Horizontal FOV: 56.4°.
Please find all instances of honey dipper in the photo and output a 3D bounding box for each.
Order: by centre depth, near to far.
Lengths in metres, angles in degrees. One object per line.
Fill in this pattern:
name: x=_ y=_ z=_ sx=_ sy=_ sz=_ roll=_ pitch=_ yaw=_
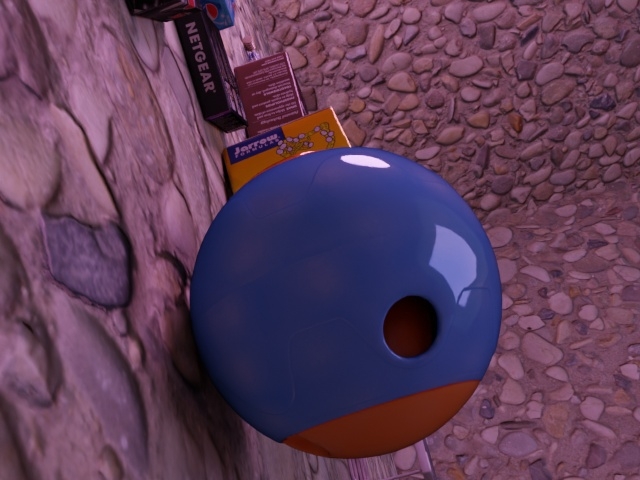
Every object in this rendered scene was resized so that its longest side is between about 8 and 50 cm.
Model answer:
honey dipper: x=-0.199 y=-0.554 z=1.816 sx=0.161 sy=0.030 sz=0.031 roll=68 pitch=7 yaw=-62

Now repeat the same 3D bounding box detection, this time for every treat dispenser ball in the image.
treat dispenser ball: x=0.023 y=0.055 z=0.567 sx=0.288 sy=0.288 sz=0.288 roll=-17 pitch=90 yaw=-86

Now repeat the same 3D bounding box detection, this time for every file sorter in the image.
file sorter: x=0.167 y=0.503 z=1.386 sx=0.278 sy=0.173 sz=0.193 roll=67 pitch=8 yaw=-50

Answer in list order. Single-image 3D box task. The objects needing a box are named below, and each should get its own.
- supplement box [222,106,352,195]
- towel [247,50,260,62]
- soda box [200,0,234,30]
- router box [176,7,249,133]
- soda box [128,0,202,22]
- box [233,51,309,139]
supplement box: x=0.000 y=0.000 z=0.898 sx=0.194 sy=0.195 sz=0.357 roll=68 pitch=1 yaw=-48
towel: x=-0.151 y=-0.380 z=1.738 sx=0.209 sy=0.034 sz=0.285 roll=65 pitch=11 yaw=-75
soda box: x=-0.206 y=-0.465 z=1.144 sx=0.210 sy=0.067 sz=0.071 roll=-100 pitch=171 yaw=-54
router box: x=-0.173 y=-0.272 z=0.958 sx=0.133 sy=0.046 sz=0.179 roll=1 pitch=72 yaw=-85
soda box: x=-0.195 y=-0.311 z=0.745 sx=0.169 sy=0.060 sz=0.053 roll=-94 pitch=167 yaw=-72
box: x=-0.077 y=-0.211 z=1.339 sx=0.191 sy=0.143 sz=0.382 roll=65 pitch=11 yaw=-63
